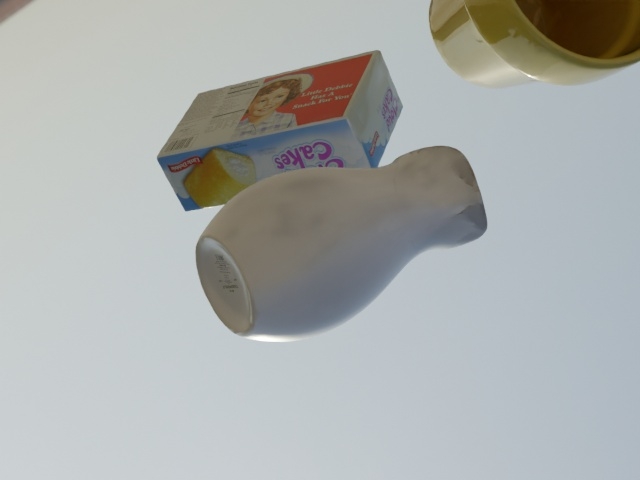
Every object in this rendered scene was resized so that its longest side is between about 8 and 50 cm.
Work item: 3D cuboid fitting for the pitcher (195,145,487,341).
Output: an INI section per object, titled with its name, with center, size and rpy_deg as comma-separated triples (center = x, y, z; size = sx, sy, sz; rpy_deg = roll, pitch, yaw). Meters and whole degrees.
[pitcher]
center = 0.000, 0.000, 1.071
size = 0.207, 0.125, 0.178
rpy_deg = -23, -174, -28

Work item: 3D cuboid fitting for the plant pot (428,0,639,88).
[plant pot]
center = 0.249, -0.285, 1.568
size = 0.254, 0.254, 0.239
rpy_deg = -44, -174, -23

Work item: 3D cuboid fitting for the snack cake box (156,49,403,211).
[snack cake box]
center = -0.048, -0.132, 1.651
size = 0.264, 0.089, 0.152
rpy_deg = -10, -147, 27
